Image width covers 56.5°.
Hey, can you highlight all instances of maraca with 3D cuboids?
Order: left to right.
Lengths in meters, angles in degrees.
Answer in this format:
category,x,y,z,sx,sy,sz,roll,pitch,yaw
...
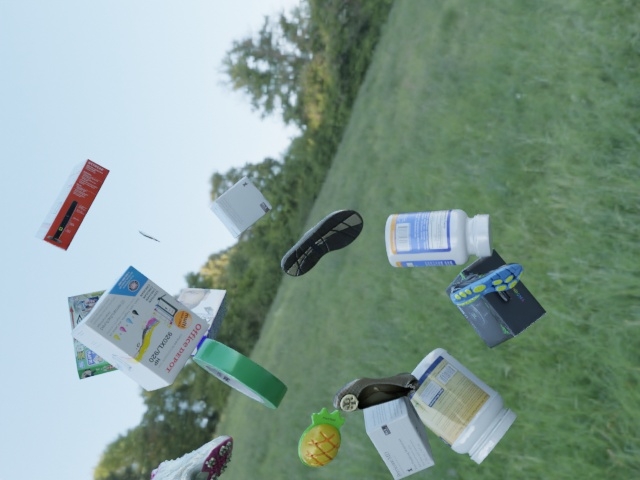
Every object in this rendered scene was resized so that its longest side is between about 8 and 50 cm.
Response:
category,x,y,z,sx,sy,sz,roll,pitch,yaw
maraca,0.004,0.575,1.737,0.099,0.127,0.185,35,109,66

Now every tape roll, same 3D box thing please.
category,x,y,z,sx,sy,sz,roll,pitch,yaw
tape roll,-0.262,0.438,1.949,0.077,0.321,0.321,-58,-15,-21

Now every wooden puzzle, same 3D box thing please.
category,x,y,z,sx,sy,sz,roll,pitch,yaw
wooden puzzle,-0.505,-0.012,1.749,0.083,0.049,0.006,24,87,51

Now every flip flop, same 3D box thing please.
category,x,y,z,sx,sy,sz,roll,pitch,yaw
flip flop,0.000,0.000,1.754,0.112,0.277,0.080,47,-170,-24

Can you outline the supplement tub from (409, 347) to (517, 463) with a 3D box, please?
category,x,y,z,sx,sy,sz,roll,pitch,yaw
supplement tub,0.428,0.517,1.873,0.228,0.316,0.228,-41,-24,-23

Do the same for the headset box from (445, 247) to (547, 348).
category,x,y,z,sx,sy,sz,roll,pitch,yaw
headset box,0.537,0.185,1.851,0.246,0.131,0.283,54,170,14

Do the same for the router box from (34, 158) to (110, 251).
category,x,y,z,sx,sy,sz,roll,pitch,yaw
router box,-0.860,-0.121,2.052,0.335,0.082,0.301,6,68,61

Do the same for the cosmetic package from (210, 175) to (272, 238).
category,x,y,z,sx,sy,sz,roll,pitch,yaw
cosmetic package,-0.293,-0.118,2.181,0.151,0.151,0.184,-41,5,-16

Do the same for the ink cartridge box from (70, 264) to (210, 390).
category,x,y,z,sx,sy,sz,roll,pitch,yaw
ink cartridge box,-0.412,0.207,1.373,0.168,0.233,0.171,-28,26,54

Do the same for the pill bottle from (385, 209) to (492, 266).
category,x,y,z,sx,sy,sz,roll,pitch,yaw
pill bottle,0.326,-0.007,1.629,0.152,0.272,0.152,-3,-90,-69

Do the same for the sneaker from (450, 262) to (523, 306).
category,x,y,z,sx,sy,sz,roll,pitch,yaw
sneaker,0.407,0.097,1.474,0.067,0.188,0.078,57,-165,-28

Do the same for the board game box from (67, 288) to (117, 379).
category,x,y,z,sx,sy,sz,roll,pitch,yaw
board game box,-0.679,0.282,1.907,0.317,0.213,0.046,-122,28,-42

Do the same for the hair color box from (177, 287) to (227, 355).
category,x,y,z,sx,sy,sz,roll,pitch,yaw
hair color box,-0.493,0.315,2.347,0.339,0.185,0.110,-81,-7,-67

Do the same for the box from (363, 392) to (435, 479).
category,x,y,z,sx,sy,sz,roll,pitch,yaw
box,0.208,0.510,1.622,0.181,0.119,0.182,60,-171,-18

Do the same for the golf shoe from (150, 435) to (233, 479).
category,x,y,z,sx,sy,sz,roll,pitch,yaw
golf shoe,-0.345,0.586,1.525,0.306,0.140,0.115,-31,-49,-56

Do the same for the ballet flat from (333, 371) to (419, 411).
category,x,y,z,sx,sy,sz,roll,pitch,yaw
ballet flat,0.150,0.394,1.533,0.058,0.250,0.084,39,128,56
